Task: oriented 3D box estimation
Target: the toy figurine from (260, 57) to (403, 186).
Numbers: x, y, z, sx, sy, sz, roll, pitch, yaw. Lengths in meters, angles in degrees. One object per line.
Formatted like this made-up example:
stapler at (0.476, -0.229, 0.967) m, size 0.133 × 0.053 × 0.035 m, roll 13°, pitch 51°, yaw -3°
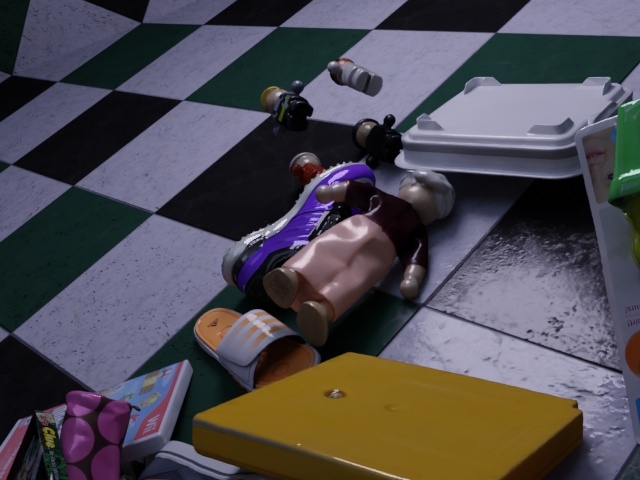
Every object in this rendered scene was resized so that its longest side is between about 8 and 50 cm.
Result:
toy figurine at (0.022, -0.199, 1.409) m, size 0.213 × 0.209 × 0.148 m, roll -30°, pitch 28°, yaw -8°

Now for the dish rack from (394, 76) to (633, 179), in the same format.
dish rack at (0.306, -0.191, 1.287) m, size 0.333 × 0.072 × 0.285 m, roll 9°, pitch 34°, yaw 39°

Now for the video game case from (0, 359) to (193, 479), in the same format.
video game case at (-0.324, 0.265, 1.125) m, size 0.285 × 0.025 × 0.204 m, roll -20°, pitch 18°, yaw 8°

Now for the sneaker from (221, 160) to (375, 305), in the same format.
sneaker at (0.000, 0.001, 1.264) m, size 0.293 × 0.102 × 0.146 m, roll -41°, pitch 43°, yaw -15°

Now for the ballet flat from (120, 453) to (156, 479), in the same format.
ballet flat at (-0.238, 0.303, 1.039) m, size 0.057 × 0.052 × 0.168 m, roll -27°, pitch 33°, yaw 0°

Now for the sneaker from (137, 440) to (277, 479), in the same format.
sneaker at (-0.091, 0.310, 0.874) m, size 0.321 × 0.126 × 0.127 m, roll -4°, pitch 35°, yaw 43°

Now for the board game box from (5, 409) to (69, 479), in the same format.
board game box at (-0.356, 0.343, 0.945) m, size 0.136 × 0.030 × 0.260 m, roll 45°, pitch 113°, yaw 52°

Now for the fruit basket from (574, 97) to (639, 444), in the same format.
fruit basket at (0.423, 0.002, 0.785) m, size 0.327 × 0.165 × 0.353 m, roll -17°, pitch 66°, yaw 37°

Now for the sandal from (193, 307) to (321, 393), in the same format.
sandal at (-0.113, 0.139, 1.158) m, size 0.102 × 0.076 × 0.265 m, roll -43°, pitch 38°, yaw -24°

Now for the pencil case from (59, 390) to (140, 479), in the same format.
pencil case at (-0.274, 0.287, 0.960) m, size 0.098 × 0.095 × 0.209 m, roll -34°, pitch 45°, yaw 55°

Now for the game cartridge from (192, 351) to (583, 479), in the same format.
game cartridge at (0.078, 0.198, 0.856) m, size 0.323 × 0.053 × 0.285 m, roll 8°, pitch 13°, yaw 37°

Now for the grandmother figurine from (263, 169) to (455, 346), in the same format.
grandmother figurine at (0.073, -0.005, 1.180) m, size 0.342 × 0.208 × 0.104 m, roll -35°, pitch -2°, yaw -33°
